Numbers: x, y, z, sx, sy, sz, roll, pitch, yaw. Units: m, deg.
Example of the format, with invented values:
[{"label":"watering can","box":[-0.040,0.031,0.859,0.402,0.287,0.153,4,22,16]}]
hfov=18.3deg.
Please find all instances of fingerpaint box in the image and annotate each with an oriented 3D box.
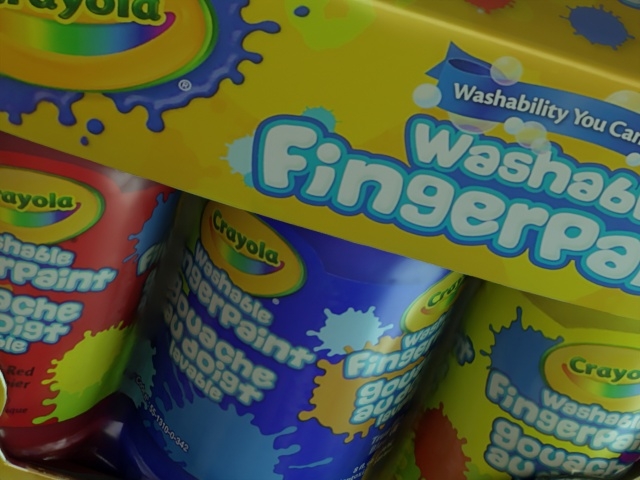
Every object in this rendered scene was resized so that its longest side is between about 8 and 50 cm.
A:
[{"label":"fingerpaint box","box":[0.000,0.000,0.976,0.445,0.163,0.371,17,127,-9]}]
